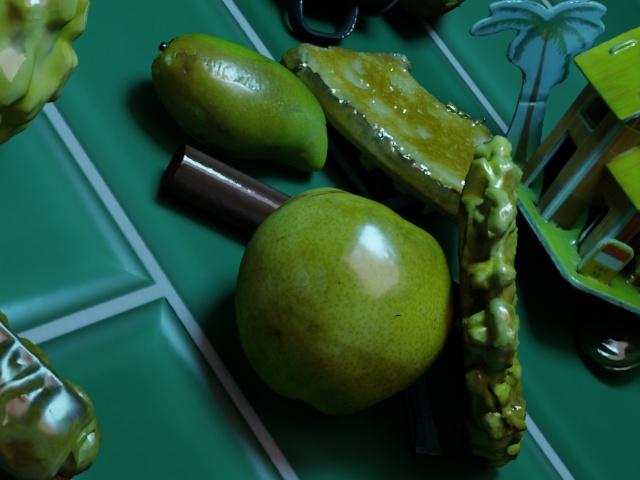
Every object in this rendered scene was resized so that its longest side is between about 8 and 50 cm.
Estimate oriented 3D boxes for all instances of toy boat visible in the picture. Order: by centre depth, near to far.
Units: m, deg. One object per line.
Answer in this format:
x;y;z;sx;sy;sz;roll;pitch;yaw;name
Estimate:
0.385;0.096;1.508;0.104;0.052;0.210;33;40;12;toy boat

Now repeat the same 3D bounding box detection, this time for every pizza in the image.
0.099;-0.126;1.433;0.323;0.089;0.223;41;30;5;pizza

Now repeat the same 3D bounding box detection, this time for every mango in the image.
-0.077;-0.141;1.293;0.233;0.111;0.125;33;52;-31;mango

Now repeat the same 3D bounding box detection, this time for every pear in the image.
0.019;0.062;1.131;0.209;0.209;0.209;22;45;-24;pear

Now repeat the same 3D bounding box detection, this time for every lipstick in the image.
0.000;0.000;1.273;0.356;0.057;0.057;27;43;-19;lipstick

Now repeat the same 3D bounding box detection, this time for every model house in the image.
0.354;-0.136;1.423;0.340;0.324;0.300;22;27;-28;model house

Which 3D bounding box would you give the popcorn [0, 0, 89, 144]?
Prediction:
-0.349;-0.240;0.980;0.349;0.381;0.349;10;65;-22;popcorn

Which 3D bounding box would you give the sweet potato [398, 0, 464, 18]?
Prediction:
0.173;-0.433;1.732;0.130;0.130;0.423;34;36;-11;sweet potato

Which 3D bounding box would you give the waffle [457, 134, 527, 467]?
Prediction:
0.171;0.069;1.196;0.068;0.325;0.302;-1;57;11;waffle

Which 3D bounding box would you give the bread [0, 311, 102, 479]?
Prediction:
-0.282;0.089;0.947;0.269;0.098;0.087;44;82;-1;bread

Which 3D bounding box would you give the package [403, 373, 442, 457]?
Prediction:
0.102;0.172;1.240;0.037;0.015;0.110;15;50;-30;package

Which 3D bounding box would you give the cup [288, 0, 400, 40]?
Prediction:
0.026;-0.357;1.538;0.176;0.169;0.223;18;81;-37;cup
